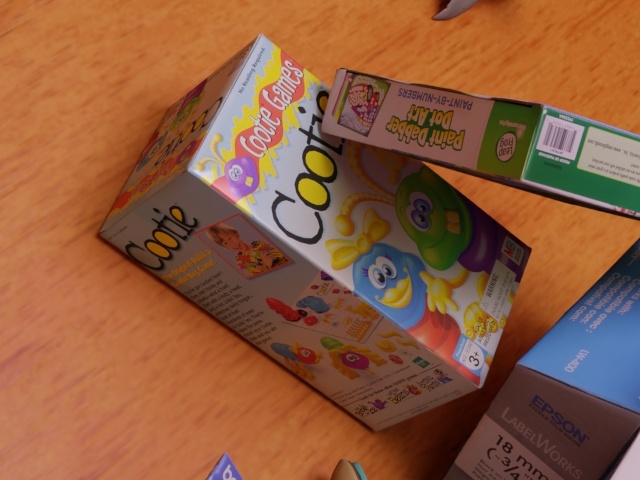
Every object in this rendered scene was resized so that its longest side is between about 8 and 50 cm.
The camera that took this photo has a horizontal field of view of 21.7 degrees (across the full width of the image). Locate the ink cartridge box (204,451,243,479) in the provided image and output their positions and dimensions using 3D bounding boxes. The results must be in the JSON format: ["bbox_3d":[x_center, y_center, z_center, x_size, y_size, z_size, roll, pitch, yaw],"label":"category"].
[{"bbox_3d":[-0.124,0.306,1.083,0.311,0.065,0.186,-50,127,-34],"label":"ink cartridge box"}]

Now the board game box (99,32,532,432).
[{"bbox_3d":[0.000,0.000,1.272,0.275,0.144,0.142,37,54,-18],"label":"board game box"}]

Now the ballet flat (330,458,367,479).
[{"bbox_3d":[0.034,0.279,1.235,0.073,0.080,0.232,-19,80,-8],"label":"ballet flat"}]

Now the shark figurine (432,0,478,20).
[{"bbox_3d":[0.113,-0.258,1.485,0.278,0.116,0.166,21,27,-35],"label":"shark figurine"}]

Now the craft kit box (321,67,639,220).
[{"bbox_3d":[0.167,-0.056,1.172,0.250,0.246,0.061,14,96,-31],"label":"craft kit box"}]

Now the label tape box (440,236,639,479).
[{"bbox_3d":[0.231,0.089,1.270,0.106,0.334,0.240,40,51,14],"label":"label tape box"}]

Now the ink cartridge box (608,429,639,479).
[{"bbox_3d":[0.218,0.302,1.172,0.129,0.307,0.223,28,65,20],"label":"ink cartridge box"}]
